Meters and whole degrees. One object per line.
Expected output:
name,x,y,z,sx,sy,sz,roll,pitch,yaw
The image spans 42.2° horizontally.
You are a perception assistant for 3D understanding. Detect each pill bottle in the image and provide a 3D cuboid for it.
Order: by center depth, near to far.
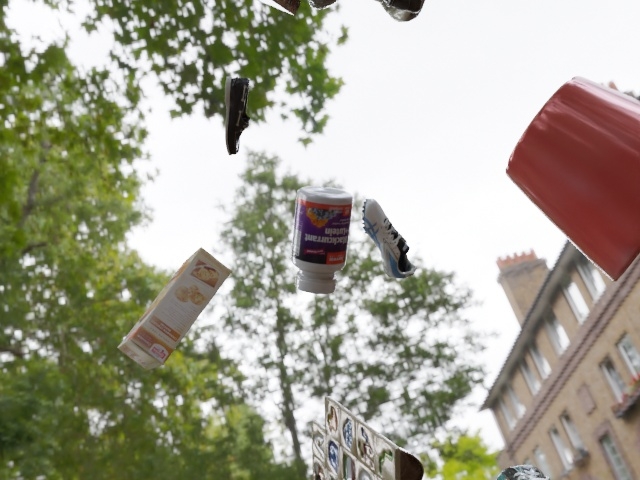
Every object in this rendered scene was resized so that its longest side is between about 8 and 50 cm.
pill bottle,0.000,0.000,1.589,0.108,0.108,0.193,-1,-75,-28

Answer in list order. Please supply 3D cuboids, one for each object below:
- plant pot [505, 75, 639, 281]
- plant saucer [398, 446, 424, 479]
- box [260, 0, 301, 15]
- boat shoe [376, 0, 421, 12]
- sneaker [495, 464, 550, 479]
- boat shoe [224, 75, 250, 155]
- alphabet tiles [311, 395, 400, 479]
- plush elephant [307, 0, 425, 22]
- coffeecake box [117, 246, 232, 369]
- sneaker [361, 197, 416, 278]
plant pot,0.443,-0.113,1.294,0.275,0.243,0.275,-44,-18,-19
plant saucer,0.096,0.442,1.580,0.199,0.036,0.198,-5,-48,-5
box,-0.099,-0.398,1.304,0.027,0.094,0.137,-67,-20,8
boat shoe,0.140,-0.418,1.157,0.069,0.227,0.081,23,-16,-3
sneaker,0.352,0.441,1.420,0.108,0.121,0.302,19,-18,-4
boat shoe,-0.127,-0.190,1.278,0.038,0.046,0.125,3,-69,1
alphabet tiles,0.057,0.388,1.170,0.011,0.285,0.342,-5,9,-22
plush elephant,0.087,-0.523,1.423,0.330,0.255,0.271,-8,-69,-50
coffeecake box,-0.238,0.113,1.345,0.068,0.185,0.142,39,-23,-10
sneaker,0.169,-0.008,2.031,0.086,0.085,0.237,-7,-56,33
